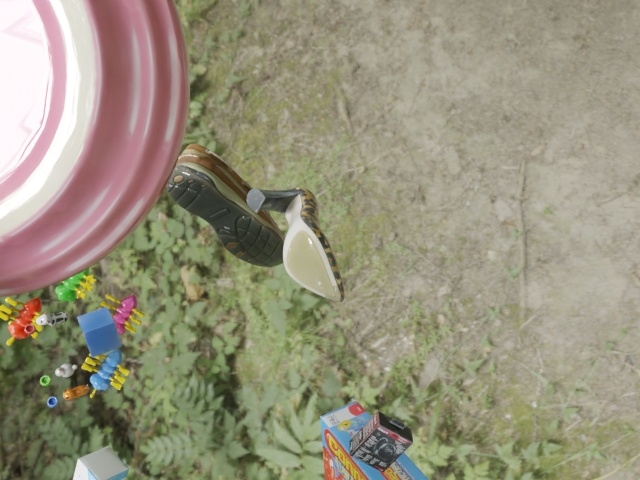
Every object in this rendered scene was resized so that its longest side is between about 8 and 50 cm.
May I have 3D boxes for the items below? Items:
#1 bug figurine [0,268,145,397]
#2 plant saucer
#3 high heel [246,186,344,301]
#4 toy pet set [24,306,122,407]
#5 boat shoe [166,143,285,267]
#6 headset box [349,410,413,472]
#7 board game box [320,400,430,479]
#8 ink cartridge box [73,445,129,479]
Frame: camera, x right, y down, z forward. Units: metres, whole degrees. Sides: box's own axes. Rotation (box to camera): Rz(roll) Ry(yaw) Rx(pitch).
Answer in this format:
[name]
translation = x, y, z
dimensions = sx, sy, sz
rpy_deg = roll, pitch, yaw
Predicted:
[bug figurine]
translation = -0.478, 0.168, 1.294
dimensions = 0.216, 0.279, 0.072
rpy_deg = -56, 4, -3
[plant saucer]
translation = -0.264, -0.117, 0.458
dimensions = 0.084, 0.333, 0.331
rpy_deg = -68, -15, -82
[high heel]
translation = 0.000, 0.000, 1.173
dimensions = 0.093, 0.186, 0.261
rpy_deg = -48, 67, 25
[toy pet set]
translation = -0.334, 0.147, 0.885
dimensions = 0.122, 0.114, 0.065
rpy_deg = 66, 157, 11
[boat shoe]
translation = -0.166, -0.071, 1.301
dimensions = 0.123, 0.324, 0.119
rpy_deg = -17, 45, 27
[headset box]
translation = 0.091, 0.292, 0.949
dimensions = 0.083, 0.062, 0.032
rpy_deg = -54, 14, 23
[board game box]
translation = 0.115, 0.515, 1.212
dimensions = 0.308, 0.086, 0.301
rpy_deg = 37, 137, 54
[ink cartridge box]
translation = -0.552, 0.606, 1.613
dimensions = 0.092, 0.090, 0.143
rpy_deg = 34, 116, 29
